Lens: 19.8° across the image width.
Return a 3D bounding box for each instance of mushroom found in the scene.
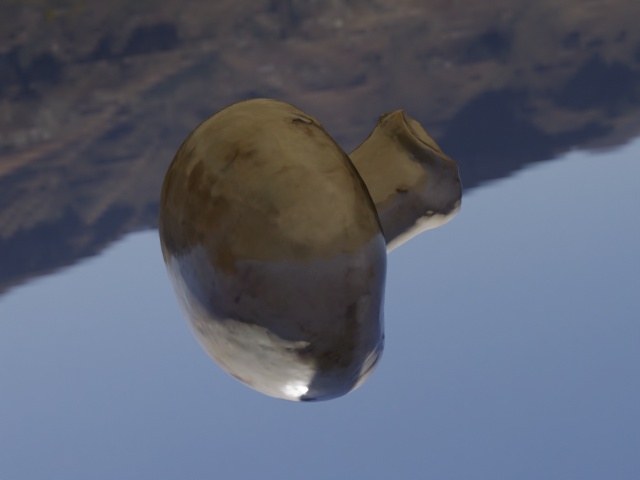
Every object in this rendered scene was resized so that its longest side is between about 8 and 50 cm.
[{"bbox_3d":[0.000,0.000,1.751,0.290,0.297,0.297,-20,-171,-15],"label":"mushroom"}]
